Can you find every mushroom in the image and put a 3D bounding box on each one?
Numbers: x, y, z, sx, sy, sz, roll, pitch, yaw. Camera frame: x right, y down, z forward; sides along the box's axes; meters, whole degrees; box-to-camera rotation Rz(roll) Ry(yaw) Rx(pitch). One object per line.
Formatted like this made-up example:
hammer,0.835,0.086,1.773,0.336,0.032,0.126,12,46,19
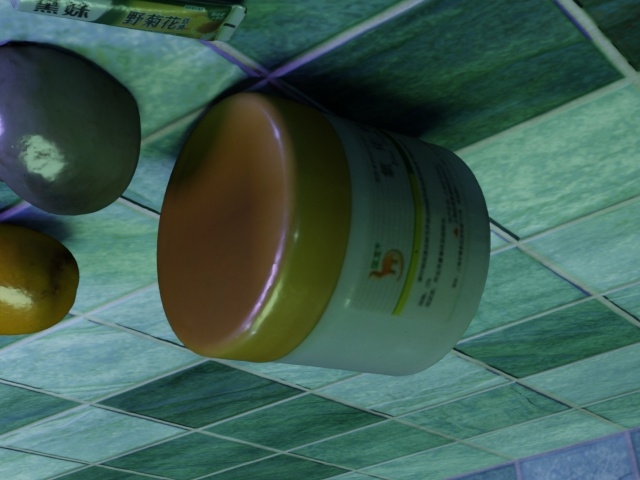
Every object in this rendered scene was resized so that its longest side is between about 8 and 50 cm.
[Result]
mushroom,-0.232,-0.084,0.959,0.141,0.117,0.188,-27,145,14

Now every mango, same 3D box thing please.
mango,-0.367,0.037,1.169,0.219,0.112,0.145,8,153,-4

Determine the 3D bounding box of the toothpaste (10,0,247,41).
toothpaste,-0.157,-0.182,0.852,0.204,0.031,0.049,4,152,-27

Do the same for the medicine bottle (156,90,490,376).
medicine bottle,0.000,0.000,1.030,0.232,0.238,0.238,10,150,-35
